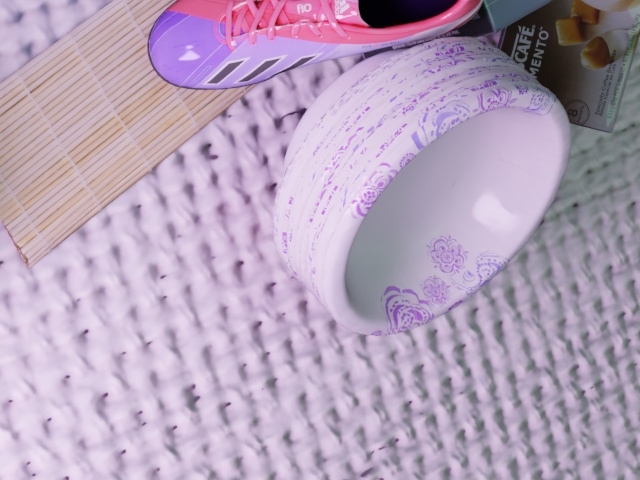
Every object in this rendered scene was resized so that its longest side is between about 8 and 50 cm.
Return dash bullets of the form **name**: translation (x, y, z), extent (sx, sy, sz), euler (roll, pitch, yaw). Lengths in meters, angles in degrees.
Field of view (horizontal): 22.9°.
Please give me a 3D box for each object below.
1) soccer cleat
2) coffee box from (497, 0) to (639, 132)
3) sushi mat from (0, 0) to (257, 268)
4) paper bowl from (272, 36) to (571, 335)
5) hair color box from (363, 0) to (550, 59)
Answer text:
- **soccer cleat**: translation (-0.007, -0.207, 1.425), extent (0.318, 0.116, 0.108), euler (-11, 96, 4)
- **coffee box**: translation (0.270, -0.250, 1.664), extent (0.141, 0.098, 0.246), euler (15, 98, 1)
- **sushi mat**: translation (-0.193, -0.128, 1.457), extent (0.316, 0.019, 0.151), euler (-42, 110, -28)
- **paper bowl**: translation (0.081, -0.062, 1.456), extent (0.284, 0.148, 0.284), euler (-28, 143, -23)
- **hair color box**: translation (0.072, -0.377, 1.542), extent (0.113, 0.185, 0.374), euler (-32, 106, -38)
